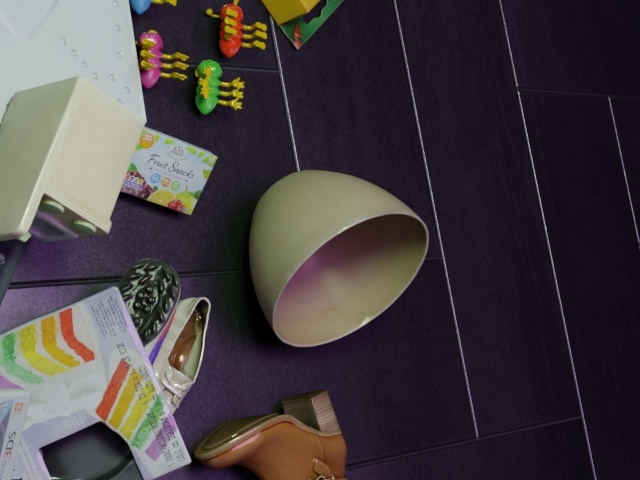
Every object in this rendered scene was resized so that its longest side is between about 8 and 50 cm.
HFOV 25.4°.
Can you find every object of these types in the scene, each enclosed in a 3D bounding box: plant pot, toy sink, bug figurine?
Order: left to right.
[{"bbox_3d":[-0.352,-0.077,1.874,0.131,0.153,0.234,36,60,-38],"label":"toy sink"},{"bbox_3d":[-0.210,-0.317,2.201,0.279,0.072,0.216,22,66,-43],"label":"bug figurine"},{"bbox_3d":[0.000,0.000,2.211,0.284,0.284,0.191,1,42,-45],"label":"plant pot"}]

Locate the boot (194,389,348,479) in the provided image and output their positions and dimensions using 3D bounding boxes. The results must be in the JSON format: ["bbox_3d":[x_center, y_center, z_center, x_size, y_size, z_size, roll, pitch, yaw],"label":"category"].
[{"bbox_3d":[-0.059,0.364,2.140,0.283,0.109,0.220,-16,93,-54],"label":"boot"}]

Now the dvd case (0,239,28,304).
[{"bbox_3d":[-0.499,-0.012,1.848,0.239,0.030,0.179,37,54,-31],"label":"dvd case"}]

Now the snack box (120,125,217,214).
[{"bbox_3d":[-0.234,-0.106,2.105,0.141,0.037,0.100,19,99,-41],"label":"snack box"}]

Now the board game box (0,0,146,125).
[{"bbox_3d":[-0.439,-0.344,1.997,0.390,0.050,0.389,-2,79,-45],"label":"board game box"}]

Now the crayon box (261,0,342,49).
[{"bbox_3d":[-0.058,-0.512,2.412,0.318,0.081,0.202,54,46,-19],"label":"crayon box"}]

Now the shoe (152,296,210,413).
[{"bbox_3d":[-0.213,0.173,2.058,0.076,0.058,0.219,39,53,-31],"label":"shoe"}]

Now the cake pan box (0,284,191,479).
[{"bbox_3d":[-0.325,0.224,1.836,0.246,0.070,0.266,-22,95,-9],"label":"cake pan box"}]

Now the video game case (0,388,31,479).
[{"bbox_3d":[-0.450,0.268,1.698,0.201,0.023,0.183,5,102,-49],"label":"video game case"}]

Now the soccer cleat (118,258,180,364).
[{"bbox_3d":[-0.283,0.180,1.961,0.109,0.116,0.318,24,72,2],"label":"soccer cleat"}]
